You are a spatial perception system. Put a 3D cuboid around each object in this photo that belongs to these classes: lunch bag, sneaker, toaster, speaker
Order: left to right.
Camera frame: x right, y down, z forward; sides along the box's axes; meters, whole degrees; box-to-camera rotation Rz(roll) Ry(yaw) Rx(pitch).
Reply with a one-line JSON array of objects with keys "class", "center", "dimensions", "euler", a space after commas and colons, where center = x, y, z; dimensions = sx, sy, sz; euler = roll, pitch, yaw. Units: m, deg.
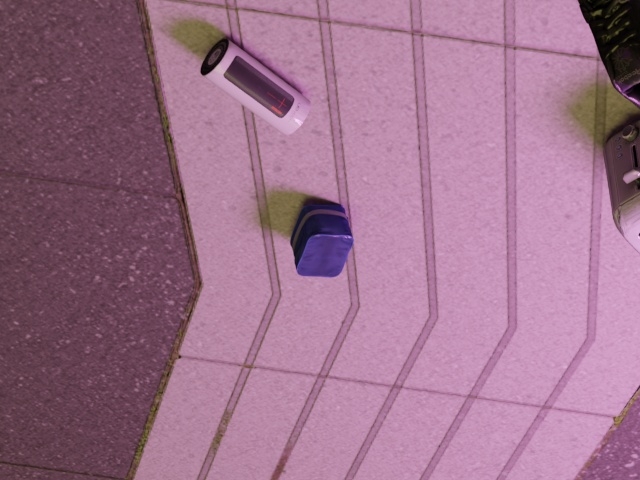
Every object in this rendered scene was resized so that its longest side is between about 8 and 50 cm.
[{"class": "speaker", "center": [-0.078, -0.185, 2.057], "dimensions": [0.136, 0.055, 0.055], "euler": [36, 130, -26]}, {"class": "lunch bag", "center": [0.000, 0.000, 2.233], "dimensions": [0.067, 0.065, 0.098], "euler": [4, 138, -19]}, {"class": "sneaker", "center": [0.348, -0.230, 1.855], "dimensions": [0.107, 0.124, 0.283], "euler": [-31, 105, 40]}, {"class": "toaster", "center": [0.444, -0.043, 2.063], "dimensions": [0.129, 0.146, 0.227], "euler": [-30, 125, 34]}]
